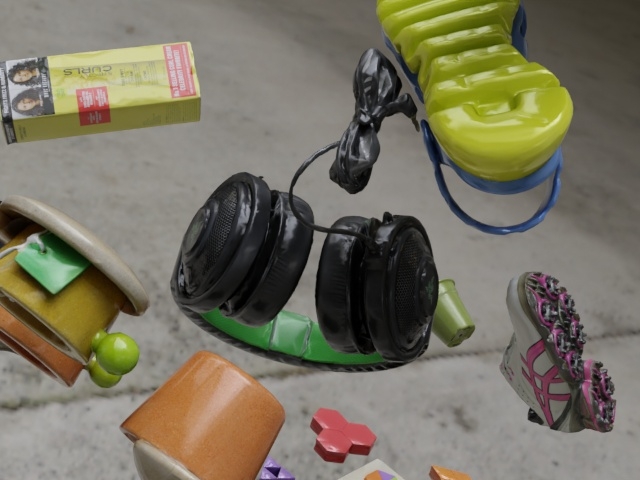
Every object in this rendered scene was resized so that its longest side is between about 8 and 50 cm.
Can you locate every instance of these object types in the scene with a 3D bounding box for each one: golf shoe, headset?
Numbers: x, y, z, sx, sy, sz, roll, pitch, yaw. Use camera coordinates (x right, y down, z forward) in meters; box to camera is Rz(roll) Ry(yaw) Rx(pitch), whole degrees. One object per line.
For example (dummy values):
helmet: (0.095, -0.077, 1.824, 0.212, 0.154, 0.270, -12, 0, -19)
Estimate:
golf shoe: (0.182, 0.101, 1.050, 0.086, 0.186, 0.067, -8, 41, 28)
headset: (0.000, 0.000, 1.119, 0.243, 0.394, 0.185, 14, 66, -2)

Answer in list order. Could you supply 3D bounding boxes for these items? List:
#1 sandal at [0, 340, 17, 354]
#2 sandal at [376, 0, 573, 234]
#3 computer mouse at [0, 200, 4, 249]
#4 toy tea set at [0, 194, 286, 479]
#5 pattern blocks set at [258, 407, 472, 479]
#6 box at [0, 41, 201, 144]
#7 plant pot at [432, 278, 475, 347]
sandal: (-0.339, 0.086, 1.323, 0.180, 0.049, 0.072, 8, 26, 2)
sandal: (0.120, -0.119, 1.003, 0.126, 0.138, 0.317, -10, 42, 6)
computer mouse: (-0.346, 0.064, 1.029, 0.188, 0.272, 0.072, 52, 12, -44)
toy tea set: (-0.180, 0.046, 0.649, 0.336, 0.124, 0.200, 29, -18, 24)
pattern blocks set: (0.083, 0.310, 1.357, 0.325, 0.026, 0.285, 28, 30, 16)
box: (-0.262, -0.175, 1.494, 0.232, 0.058, 0.087, -7, 66, -11)
plant pot: (0.185, 0.113, 1.849, 0.083, 0.083, 0.079, -6, 51, -44)
